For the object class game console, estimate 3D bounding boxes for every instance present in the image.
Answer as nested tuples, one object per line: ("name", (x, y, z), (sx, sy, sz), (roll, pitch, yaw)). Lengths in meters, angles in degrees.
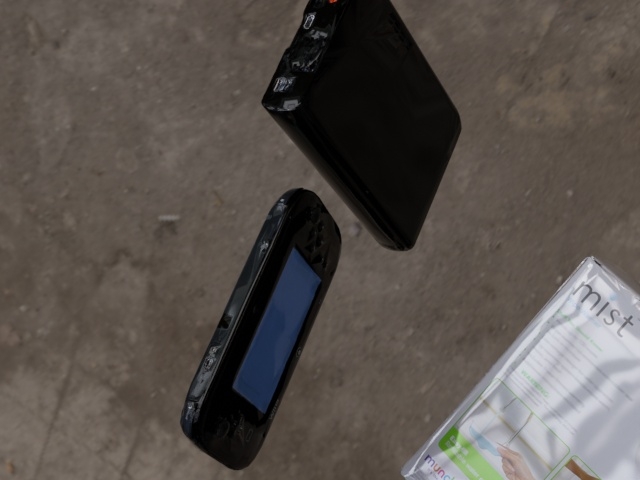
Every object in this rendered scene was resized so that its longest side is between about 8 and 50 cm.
("game console", (0.000, 0.000, 0.844), (0.044, 0.361, 0.213), (11, 159, 34))

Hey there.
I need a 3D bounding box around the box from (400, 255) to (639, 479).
("box", (0.237, 0.183, 0.844), (0.262, 0.126, 0.231), (44, 102, 27))
